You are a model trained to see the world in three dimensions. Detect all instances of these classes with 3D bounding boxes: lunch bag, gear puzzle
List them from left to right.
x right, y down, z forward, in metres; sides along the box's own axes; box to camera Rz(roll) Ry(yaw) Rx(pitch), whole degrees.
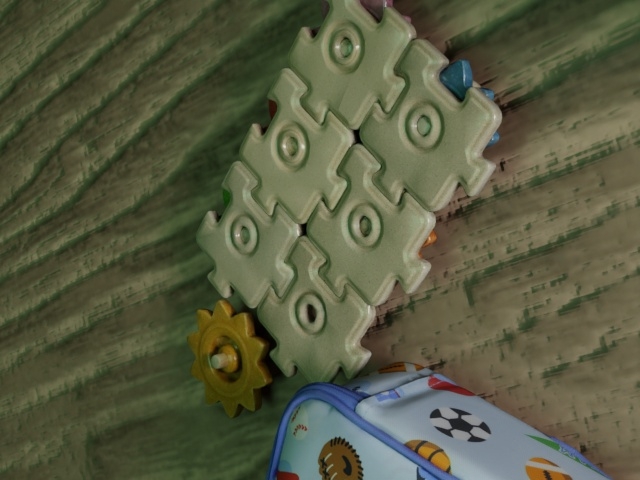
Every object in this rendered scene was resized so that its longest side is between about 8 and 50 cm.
[{"bbox_3d":[0.000,0.000,0.813,0.175,0.044,0.339,48,125,27],"label":"gear puzzle"},{"bbox_3d":[0.085,0.231,0.700,0.303,0.115,0.243,33,116,37],"label":"lunch bag"}]
